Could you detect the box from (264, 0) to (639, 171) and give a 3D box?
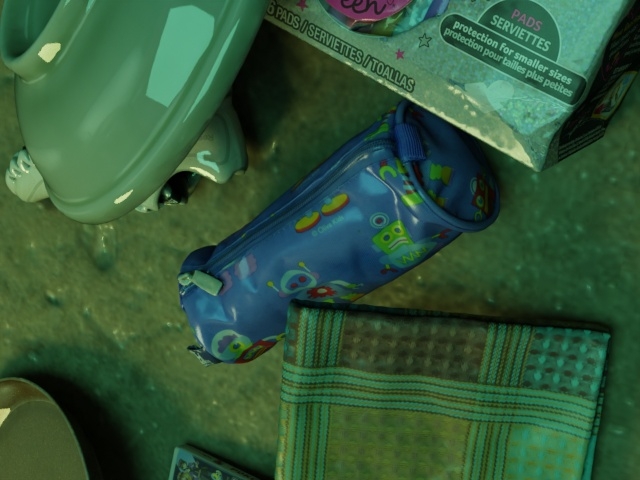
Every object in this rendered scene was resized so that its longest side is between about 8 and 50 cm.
[{"bbox_3d":[0.105,-0.179,0.685,0.247,0.163,0.142,32,118,20],"label":"box"}]

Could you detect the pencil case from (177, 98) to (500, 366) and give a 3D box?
[{"bbox_3d":[0.000,0.000,0.823,0.306,0.133,0.119,-33,57,33],"label":"pencil case"}]

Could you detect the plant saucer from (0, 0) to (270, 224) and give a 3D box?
[{"bbox_3d":[-0.162,-0.215,0.745,0.400,0.100,0.401,-31,50,46],"label":"plant saucer"}]

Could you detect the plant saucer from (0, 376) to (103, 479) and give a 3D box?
[{"bbox_3d":[-0.340,0.315,1.122,0.310,0.050,0.311,-4,84,42],"label":"plant saucer"}]

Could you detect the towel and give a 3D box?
[{"bbox_3d":[0.092,0.236,0.823,0.271,0.040,0.370,4,108,1],"label":"towel"}]

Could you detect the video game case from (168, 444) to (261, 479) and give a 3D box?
[{"bbox_3d":[-0.101,0.340,1.005,0.183,0.023,0.201,16,98,34],"label":"video game case"}]

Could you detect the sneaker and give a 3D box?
[{"bbox_3d":[-0.194,-0.075,0.938,0.292,0.110,0.118,-16,104,34],"label":"sneaker"}]
